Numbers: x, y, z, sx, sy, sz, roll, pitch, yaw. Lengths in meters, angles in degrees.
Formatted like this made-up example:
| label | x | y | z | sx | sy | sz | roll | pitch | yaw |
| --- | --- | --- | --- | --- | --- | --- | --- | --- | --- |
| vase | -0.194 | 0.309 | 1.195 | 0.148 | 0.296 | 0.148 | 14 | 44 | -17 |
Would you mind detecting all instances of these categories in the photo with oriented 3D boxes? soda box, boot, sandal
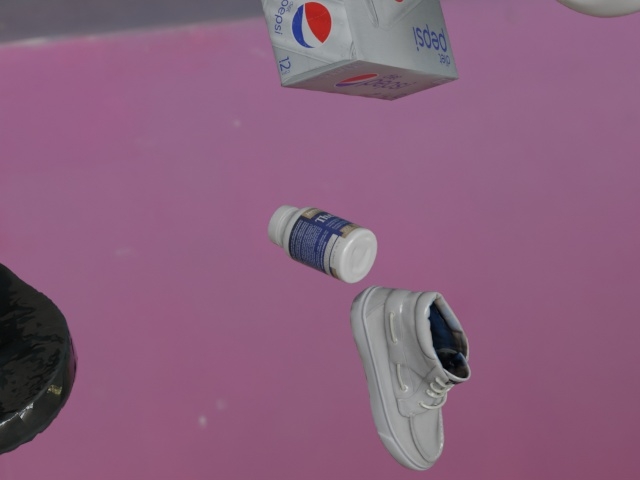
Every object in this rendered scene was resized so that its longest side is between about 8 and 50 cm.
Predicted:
| label | x | y | z | sx | sy | sz | roll | pitch | yaw |
| --- | --- | --- | --- | --- | --- | --- | --- | --- | --- |
| soda box | 0.047 | -0.211 | 1.654 | 0.091 | 0.098 | 0.286 | -16 | 174 | 25 |
| boot | 0.128 | 0.175 | 1.920 | 0.123 | 0.258 | 0.095 | 0 | -150 | 40 |
| sandal | -0.304 | 0.015 | 1.072 | 0.168 | 0.107 | 0.446 | -29 | -145 | -16 |

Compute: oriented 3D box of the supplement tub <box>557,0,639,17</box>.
| label | x | y | z | sx | sy | sz | roll | pitch | yaw |
| --- | --- | --- | --- | --- | --- | --- | --- | --- | --- |
| supplement tub | 0.321 | -0.339 | 1.469 | 0.272 | 0.191 | 0.191 | -33 | -173 | -34 |

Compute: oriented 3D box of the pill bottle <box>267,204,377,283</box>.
| label | x | y | z | sx | sy | sz | roll | pitch | yaw |
| --- | --- | --- | --- | --- | --- | --- | --- | --- | --- |
| pill bottle | 0.000 | 0.000 | 1.802 | 0.120 | 0.067 | 0.067 | 23 | -166 | 35 |
